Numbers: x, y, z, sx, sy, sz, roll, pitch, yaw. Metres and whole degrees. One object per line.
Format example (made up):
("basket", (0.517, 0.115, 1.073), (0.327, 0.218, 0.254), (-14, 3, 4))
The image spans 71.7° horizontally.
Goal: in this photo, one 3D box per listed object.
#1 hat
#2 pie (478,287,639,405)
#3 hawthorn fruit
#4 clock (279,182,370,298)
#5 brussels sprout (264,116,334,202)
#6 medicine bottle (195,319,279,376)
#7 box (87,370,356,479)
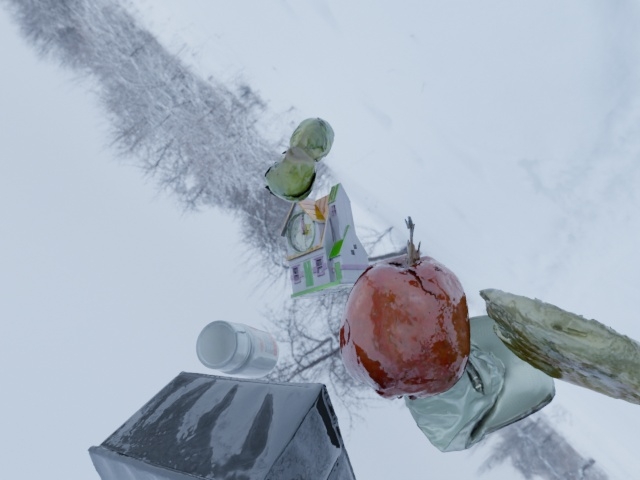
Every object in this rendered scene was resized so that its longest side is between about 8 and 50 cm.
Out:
("hat", (0.327, 0.288, 0.952), (0.168, 0.302, 0.257), (80, 172, -62))
("pie", (0.416, 0.183, 0.730), (0.338, 0.075, 0.337), (30, 170, 6))
("hawthorn fruit", (0.136, 0.109, 0.706), (0.212, 0.298, 0.211), (3, -173, 0))
("clock", (0.001, 0.000, 1.289), (0.166, 0.235, 0.309), (5, -110, -42))
("brussels sprout", (-0.018, -0.075, 0.402), (0.046, 0.083, 0.051), (24, -177, -13))
("medicine bottle", (-0.223, 0.303, 1.227), (0.144, 0.144, 0.252), (44, 180, 25))
("box", (-0.137, 0.372, 0.688), (0.204, 0.345, 0.251), (-40, -62, -52))
